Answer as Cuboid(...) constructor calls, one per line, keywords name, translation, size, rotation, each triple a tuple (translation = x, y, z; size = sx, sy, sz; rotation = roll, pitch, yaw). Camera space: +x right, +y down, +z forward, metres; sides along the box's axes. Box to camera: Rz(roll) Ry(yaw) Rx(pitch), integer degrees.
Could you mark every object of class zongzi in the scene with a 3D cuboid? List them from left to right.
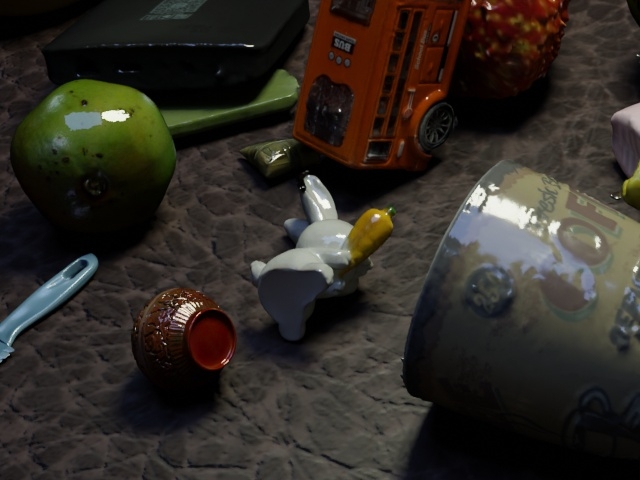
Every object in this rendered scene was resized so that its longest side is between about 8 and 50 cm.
Cuboid(name="zongzi", translation=(-0.046, -0.102, 1.584), size=(0.076, 0.040, 0.083), rotation=(-17, 21, -21))

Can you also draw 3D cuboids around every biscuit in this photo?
Cuboid(name="biscuit", translation=(-0.184, -0.152, 1.662), size=(0.323, 0.038, 0.099), rotation=(-14, 34, -8))

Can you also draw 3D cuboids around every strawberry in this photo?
Cuboid(name="strawberry", translation=(0.186, -0.337, 1.636), size=(0.292, 0.292, 0.343), rotation=(-16, 35, -9))

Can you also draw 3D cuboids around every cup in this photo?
Cuboid(name="cup", translation=(0.246, 0.077, 1.198), size=(0.257, 0.227, 0.301), rotation=(25, 18, 19))

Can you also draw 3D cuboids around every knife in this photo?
Cuboid(name="knife", translation=(-0.332, 0.110, 1.384), size=(0.044, 0.019, 0.313), rotation=(24, 50, 31))

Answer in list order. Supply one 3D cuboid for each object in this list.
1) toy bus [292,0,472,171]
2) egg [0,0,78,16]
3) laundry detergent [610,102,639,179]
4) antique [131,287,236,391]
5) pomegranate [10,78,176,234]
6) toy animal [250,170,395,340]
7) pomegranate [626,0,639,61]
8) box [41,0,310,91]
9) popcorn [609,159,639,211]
Cuboid(name="toy bus", translation=(0.078, -0.247, 1.492), size=(0.153, 0.329, 0.143), rotation=(-7, 28, -45))
Cuboid(name="egg", translation=(-0.406, -0.444, 1.904), size=(0.323, 0.250, 0.250), rotation=(-14, 38, -16))
Cuboid(name="laundry detergent", translation=(0.492, -0.131, 1.471), size=(0.335, 0.087, 0.159), rotation=(-15, 37, -10))
Cuboid(name="antique", translation=(-0.134, 0.094, 1.296), size=(0.104, 0.104, 0.104), rotation=(-5, 38, 4))
Cuboid(name="pomegranate", translation=(-0.248, -0.105, 1.516), size=(0.180, 0.180, 0.209), rotation=(-6, 32, 4))
Cuboid(name="toy animal", translation=(0.000, 0.000, 1.378), size=(0.127, 0.131, 0.181), rotation=(28, 37, 9))
Cuboid(name="pomegranate", translation=(0.462, -0.283, 1.556), size=(0.270, 0.254, 0.254), rotation=(-44, 43, 3))
Cuboid(name="box", translation=(-0.178, -0.266, 1.745), size=(0.290, 0.073, 0.289), rotation=(1, 26, 13))
Cuboid(name="popcorn", translation=(0.389, -0.023, 1.271), size=(0.169, 0.189, 0.218), rotation=(-36, 40, 22))
